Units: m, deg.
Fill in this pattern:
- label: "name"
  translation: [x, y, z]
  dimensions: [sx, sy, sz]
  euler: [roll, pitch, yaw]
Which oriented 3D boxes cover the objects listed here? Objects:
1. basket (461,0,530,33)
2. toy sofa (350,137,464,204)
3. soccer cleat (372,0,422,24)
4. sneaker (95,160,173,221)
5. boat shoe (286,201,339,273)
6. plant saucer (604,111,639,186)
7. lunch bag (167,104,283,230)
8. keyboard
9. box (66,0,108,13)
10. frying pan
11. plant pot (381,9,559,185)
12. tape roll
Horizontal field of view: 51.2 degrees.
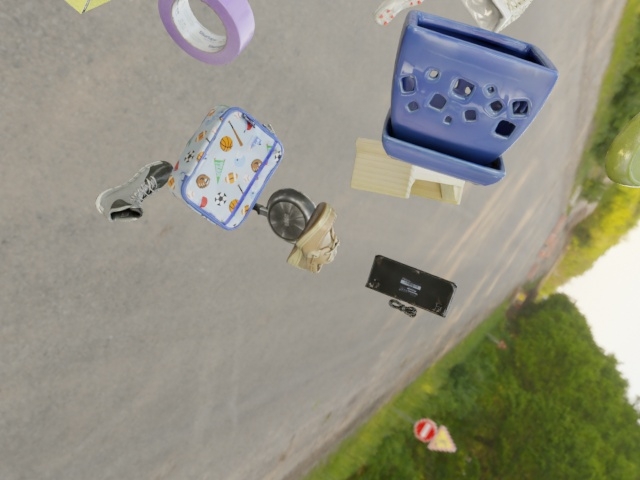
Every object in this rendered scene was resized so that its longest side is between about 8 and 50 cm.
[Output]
- label: "basket"
  translation: [0.425, -0.608, 1.644]
  dimensions: [0.103, 0.167, 0.113]
  euler: [-35, 176, -11]
- label: "toy sofa"
  translation: [0.229, -0.191, 1.613]
  dimensions: [0.363, 0.150, 0.177]
  euler: [-2, 104, -58]
- label: "soccer cleat"
  translation: [0.243, -0.731, 2.036]
  dimensions: [0.196, 0.076, 0.068]
  euler: [-33, 131, 6]
- label: "sneaker"
  translation: [-0.470, -0.114, 1.762]
  dimensions: [0.229, 0.132, 0.086]
  euler: [-34, 135, -11]
- label: "boat shoe"
  translation: [0.000, 0.000, 1.772]
  dimensions: [0.121, 0.110, 0.341]
  euler: [-61, -178, -21]
- label: "plant saucer"
  translation: [0.652, -0.180, 1.245]
  dimensions: [0.241, 0.037, 0.240]
  euler: [-13, 142, -10]
- label: "lunch bag"
  translation: [-0.236, -0.192, 1.750]
  dimensions: [0.243, 0.115, 0.303]
  euler: [39, 78, -39]
- label: "keyboard"
  translation: [0.185, 0.105, 1.399]
  dimensions: [0.023, 0.180, 0.108]
  euler: [-36, 145, -67]
- label: "box"
  translation: [-0.515, -0.611, 1.566]
  dimensions: [0.058, 0.087, 0.232]
  euler: [-43, -169, 39]
- label: "frying pan"
  translation: [-0.147, -0.108, 2.153]
  dimensions: [0.053, 0.326, 0.197]
  euler: [-42, 163, -54]
- label: "plant pot"
  translation: [0.221, -0.230, 1.087]
  dimensions: [0.236, 0.236, 0.212]
  euler: [-70, 176, -64]
- label: "tape roll"
  translation: [-0.333, -0.652, 1.953]
  dimensions: [0.274, 0.275, 0.090]
  euler: [95, 21, -55]
